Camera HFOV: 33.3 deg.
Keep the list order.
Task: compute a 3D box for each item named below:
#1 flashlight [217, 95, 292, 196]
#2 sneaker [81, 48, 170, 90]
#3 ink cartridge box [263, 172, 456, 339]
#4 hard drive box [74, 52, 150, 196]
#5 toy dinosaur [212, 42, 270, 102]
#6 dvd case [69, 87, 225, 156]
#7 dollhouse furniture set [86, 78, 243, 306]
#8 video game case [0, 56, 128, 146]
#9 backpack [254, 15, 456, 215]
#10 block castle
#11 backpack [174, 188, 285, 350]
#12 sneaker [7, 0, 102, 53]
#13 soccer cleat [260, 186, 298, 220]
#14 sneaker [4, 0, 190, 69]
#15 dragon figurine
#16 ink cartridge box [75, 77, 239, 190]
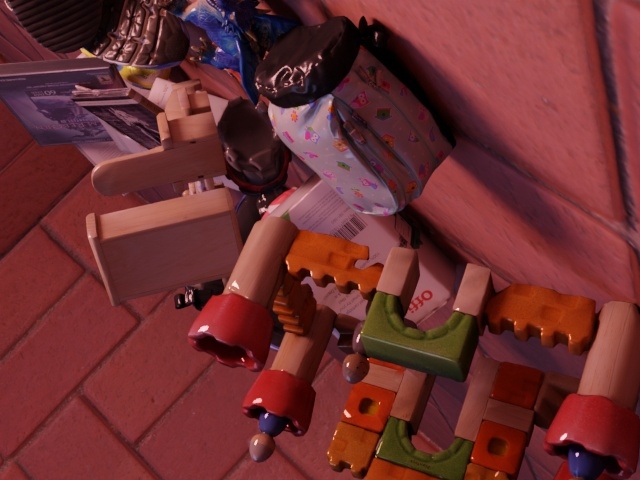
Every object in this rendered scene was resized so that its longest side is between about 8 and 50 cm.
[{"bbox_3d":[-0.089,-0.125,1.417,0.103,0.103,0.304,17,174,2],"label":"flashlight"},{"bbox_3d":[-0.340,-0.314,1.715,0.240,0.091,0.126,41,171,7],"label":"sneaker"},{"bbox_3d":[0.042,0.023,1.357,0.219,0.160,0.092,45,-155,-10],"label":"ink cartridge box"},{"bbox_3d":[-0.369,-0.225,1.937,0.232,0.181,0.089,52,175,-40],"label":"hard drive box"},{"bbox_3d":[-0.090,-0.203,1.250,0.082,0.047,0.090,22,-156,-30],"label":"toy dinosaur"},{"bbox_3d":[-0.255,-0.171,1.644,0.165,0.018,0.221,6,160,47],"label":"dvd case"},{"bbox_3d":[-0.217,-0.103,1.385,0.355,0.174,0.303,-110,9,-48],"label":"dollhouse furniture set"},{"bbox_3d":[-0.399,-0.219,1.723,0.274,0.196,0.026,77,-171,-72],"label":"video game case"},{"bbox_3d":[0.033,-0.111,0.987,0.182,0.115,0.152,44,169,-25],"label":"backpack"},{"bbox_3d":[0.108,0.168,1.140,0.454,0.212,0.303,14,156,19],"label":"block castle"},{"bbox_3d":[-0.078,0.072,1.879,0.263,0.276,0.213,36,175,3],"label":"backpack"},{"bbox_3d":[-0.370,-0.400,1.343,0.146,0.123,0.330,-126,14,-65],"label":"sneaker"},{"bbox_3d":[0.000,0.000,1.679,0.248,0.095,0.083,35,168,41],"label":"soccer cleat"},{"bbox_3d":[-0.285,-0.312,1.475,0.330,0.129,0.147,30,-173,35],"label":"sneaker"},{"bbox_3d":[-0.071,-0.201,1.101,0.144,0.085,0.289,38,168,31],"label":"dragon figurine"},{"bbox_3d":[-0.241,-0.182,1.735,0.239,0.060,0.275,20,166,11],"label":"ink cartridge box"}]
